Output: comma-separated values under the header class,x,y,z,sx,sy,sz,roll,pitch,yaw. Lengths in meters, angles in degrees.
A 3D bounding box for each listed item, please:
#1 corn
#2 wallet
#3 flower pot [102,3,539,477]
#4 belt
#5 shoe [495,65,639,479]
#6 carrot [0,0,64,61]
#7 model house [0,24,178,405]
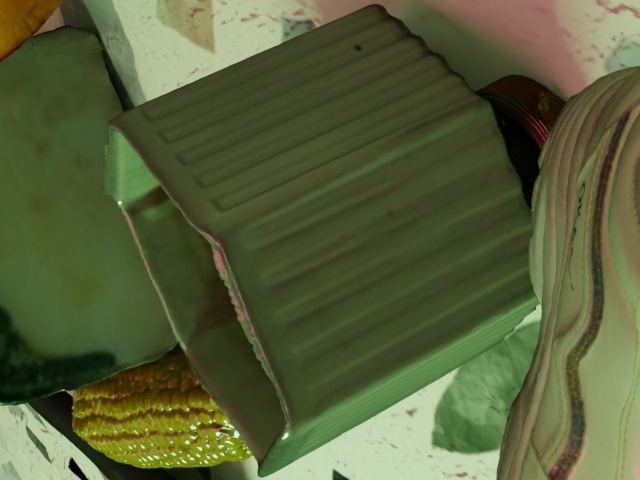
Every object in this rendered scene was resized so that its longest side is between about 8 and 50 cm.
class,x,y,z,sx,sy,sz,roll,pitch,yaw
corn,-0.137,0.157,1.179,0.322,0.119,0.119,-9,109,56
wallet,-0.204,0.259,1.371,0.377,0.051,0.197,31,159,36
flower pot,0.000,0.000,0.762,0.209,0.189,0.239,16,129,67
belt,0.122,-0.059,0.730,0.083,0.036,0.059,51,140,10
shoe,0.158,0.066,0.524,0.210,0.132,0.342,115,160,-77
carrot,-0.288,-0.300,0.933,0.193,0.214,0.331,-2,117,35
model house,-0.291,-0.007,1.142,0.284,0.243,0.298,-11,97,59
